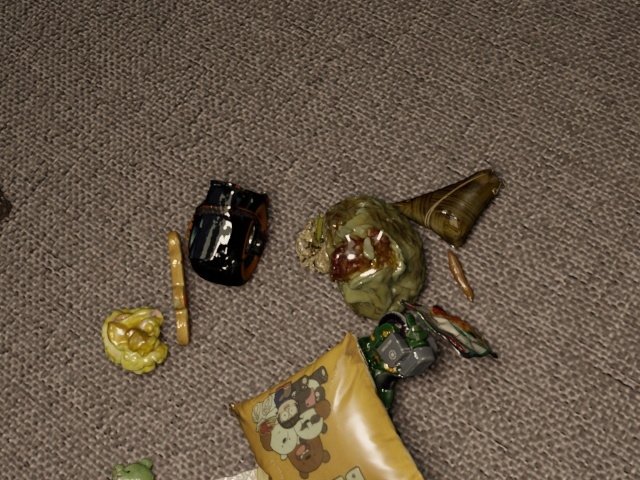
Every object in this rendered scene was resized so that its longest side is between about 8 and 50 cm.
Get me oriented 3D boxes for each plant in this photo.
[{"bbox_3d":[0.000,0.000,1.748,0.105,0.122,0.116,5,60,0],"label":"plant"},{"bbox_3d":[-0.764,-0.110,1.950,0.085,0.087,0.174,-17,55,-37],"label":"plant"}]

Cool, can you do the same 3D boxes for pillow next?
[{"bbox_3d":[0.004,0.361,1.496,0.310,0.119,0.312,-33,69,20],"label":"pillow"}]

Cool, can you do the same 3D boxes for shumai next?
[{"bbox_3d":[0.106,0.030,1.635,0.189,0.218,0.255,-25,87,4],"label":"shumai"}]

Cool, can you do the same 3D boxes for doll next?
[{"bbox_3d":[-0.388,0.478,1.636,0.150,0.077,0.115,-26,54,10],"label":"doll"}]

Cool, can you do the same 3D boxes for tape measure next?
[{"bbox_3d":[-0.179,-0.010,1.722,0.135,0.223,0.202,13,84,14],"label":"tape measure"}]

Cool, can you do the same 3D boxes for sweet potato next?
[{"bbox_3d":[0.280,0.074,1.716,0.026,0.026,0.115,-24,70,-1],"label":"sweet potato"}]

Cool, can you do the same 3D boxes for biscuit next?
[{"bbox_3d":[-0.284,0.097,1.734,0.030,0.153,0.234,-5,92,-6],"label":"biscuit"}]

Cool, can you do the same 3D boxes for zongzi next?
[{"bbox_3d":[0.260,-0.098,1.770,0.184,0.084,0.187,28,67,30],"label":"zongzi"}]

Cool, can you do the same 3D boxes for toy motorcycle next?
[{"bbox_3d":[0.112,0.261,1.568,0.274,0.125,0.187,-54,54,31],"label":"toy motorcycle"}]

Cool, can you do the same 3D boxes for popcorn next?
[{"bbox_3d":[-0.374,0.197,1.723,0.126,0.126,0.145,-5,41,-19],"label":"popcorn"}]

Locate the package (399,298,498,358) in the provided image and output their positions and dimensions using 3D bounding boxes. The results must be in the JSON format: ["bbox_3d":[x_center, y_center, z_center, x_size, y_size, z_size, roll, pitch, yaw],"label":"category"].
[{"bbox_3d":[0.245,0.164,1.579,0.166,0.232,0.040,39,98,27],"label":"package"}]

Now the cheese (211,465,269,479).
[{"bbox_3d":[-0.092,0.443,1.606,0.252,0.054,0.127,-15,62,4],"label":"cheese"}]
